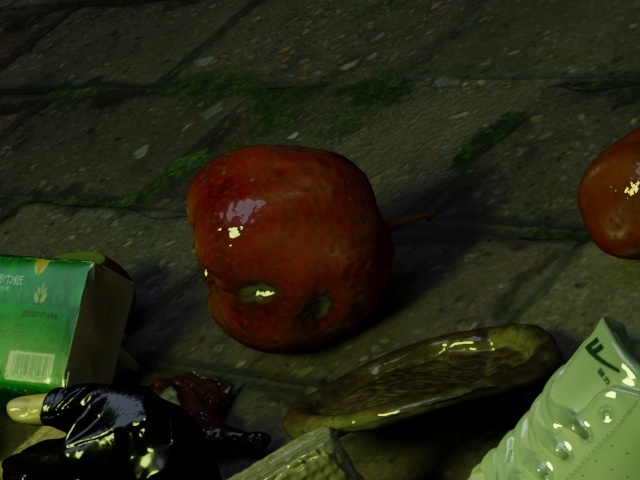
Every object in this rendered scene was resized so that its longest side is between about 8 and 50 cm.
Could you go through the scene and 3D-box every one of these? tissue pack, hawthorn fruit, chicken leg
[{"bbox_3d":[-0.303,0.100,2.037,0.209,0.156,0.148,3,73,23],"label":"tissue pack"},{"bbox_3d":[0.000,0.000,1.905,0.243,0.207,0.207,-13,24,-7],"label":"hawthorn fruit"},{"bbox_3d":[0.287,-0.040,1.748,0.128,0.128,0.128,-24,25,12],"label":"hawthorn fruit"},{"bbox_3d":[-0.113,0.167,1.864,0.093,0.053,0.205,-19,27,-11],"label":"chicken leg"}]

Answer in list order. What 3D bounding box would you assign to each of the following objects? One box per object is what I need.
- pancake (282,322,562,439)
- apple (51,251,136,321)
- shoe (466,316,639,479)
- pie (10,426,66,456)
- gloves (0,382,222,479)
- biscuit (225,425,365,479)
[{"bbox_3d":[0.085,0.120,1.674,0.250,0.031,0.250,-16,7,2],"label":"pancake"},{"bbox_3d":[-0.253,0.067,2.140,0.114,0.099,0.102,-11,15,-39],"label":"apple"},{"bbox_3d":[0.196,0.148,1.433,0.363,0.160,0.132,-24,24,11],"label":"shoe"},{"bbox_3d":[-0.264,0.233,1.891,0.218,0.052,0.185,-43,30,-22],"label":"pie"},{"bbox_3d":[-0.201,0.199,1.754,0.203,0.164,0.124,-20,19,20],"label":"gloves"},{"bbox_3d":[-0.067,0.249,1.578,0.239,0.108,0.062,-30,14,0],"label":"biscuit"}]
